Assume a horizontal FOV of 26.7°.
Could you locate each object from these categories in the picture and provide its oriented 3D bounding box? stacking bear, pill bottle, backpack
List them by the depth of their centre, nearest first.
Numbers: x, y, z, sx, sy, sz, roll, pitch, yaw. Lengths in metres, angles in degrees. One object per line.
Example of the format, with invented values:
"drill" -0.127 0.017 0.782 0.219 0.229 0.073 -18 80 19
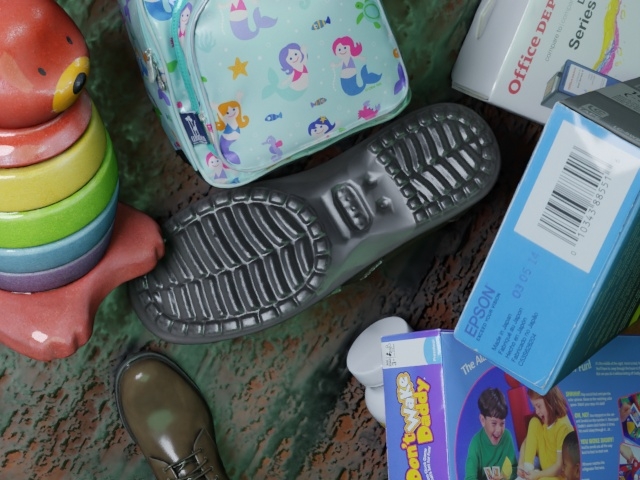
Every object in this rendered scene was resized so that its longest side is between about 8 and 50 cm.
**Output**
"stacking bear" -0.234 -0.073 1.067 0.175 0.164 0.289 -51 156 -37
"backpack" -0.053 -0.190 1.161 0.225 0.191 0.253 -24 108 -12
"pill bottle" 0.110 0.164 1.368 0.103 0.103 0.184 -44 116 -4

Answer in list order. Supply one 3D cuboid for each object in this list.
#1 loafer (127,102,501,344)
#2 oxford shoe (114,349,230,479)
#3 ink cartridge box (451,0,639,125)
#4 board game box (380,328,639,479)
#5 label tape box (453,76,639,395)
"loafer" 0.000 0.000 1.259 0.366 0.130 0.134 -22 78 2
"oxford shoe" -0.127 0.207 1.294 0.083 0.096 0.227 -28 112 -10
"ink cartridge box" 0.257 -0.182 1.329 0.212 0.093 0.154 19 99 -24
"board game box" 0.213 0.208 1.330 0.347 0.078 0.233 5 79 -42
"label tape box" 0.277 -0.022 1.270 0.333 0.106 0.241 -21 137 -56
